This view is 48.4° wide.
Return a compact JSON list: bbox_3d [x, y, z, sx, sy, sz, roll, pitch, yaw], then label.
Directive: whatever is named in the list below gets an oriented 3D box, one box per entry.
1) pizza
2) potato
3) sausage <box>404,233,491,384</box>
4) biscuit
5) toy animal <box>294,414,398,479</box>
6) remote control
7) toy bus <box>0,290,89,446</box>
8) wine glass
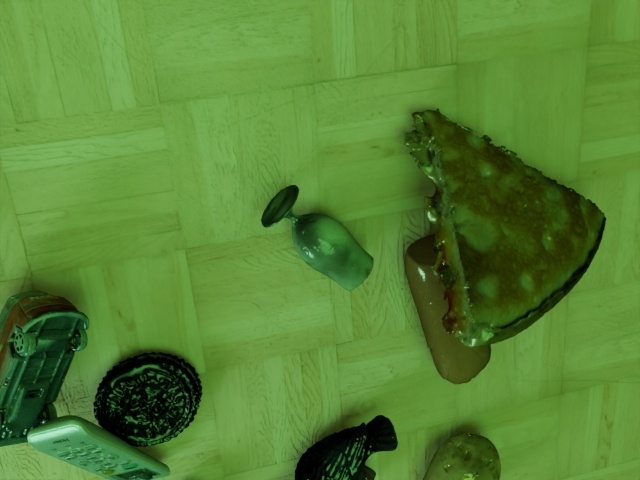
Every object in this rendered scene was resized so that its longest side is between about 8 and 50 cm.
[{"bbox_3d":[0.284,-0.054,1.231,0.439,0.130,0.406,-33,87,-36],"label":"pizza"},{"bbox_3d":[0.288,0.515,1.505,0.161,0.128,0.235,38,104,-22],"label":"potato"},{"bbox_3d":[0.242,0.134,1.331,0.121,0.121,0.304,-23,118,-5],"label":"sausage"},{"bbox_3d":[-0.306,0.284,1.275,0.194,0.053,0.195,-6,115,-13],"label":"biscuit"},{"bbox_3d":[0.038,0.468,1.414,0.185,0.122,0.298,23,113,-19],"label":"toy animal"},{"bbox_3d":[-0.374,0.366,1.235,0.103,0.051,0.293,-16,143,13],"label":"remote control"},{"bbox_3d":[-0.473,0.198,1.143,0.121,0.120,0.265,5,118,-50],"label":"toy bus"},{"bbox_3d":[0.000,0.000,1.220,0.093,0.093,0.202,-45,117,6],"label":"wine glass"}]
